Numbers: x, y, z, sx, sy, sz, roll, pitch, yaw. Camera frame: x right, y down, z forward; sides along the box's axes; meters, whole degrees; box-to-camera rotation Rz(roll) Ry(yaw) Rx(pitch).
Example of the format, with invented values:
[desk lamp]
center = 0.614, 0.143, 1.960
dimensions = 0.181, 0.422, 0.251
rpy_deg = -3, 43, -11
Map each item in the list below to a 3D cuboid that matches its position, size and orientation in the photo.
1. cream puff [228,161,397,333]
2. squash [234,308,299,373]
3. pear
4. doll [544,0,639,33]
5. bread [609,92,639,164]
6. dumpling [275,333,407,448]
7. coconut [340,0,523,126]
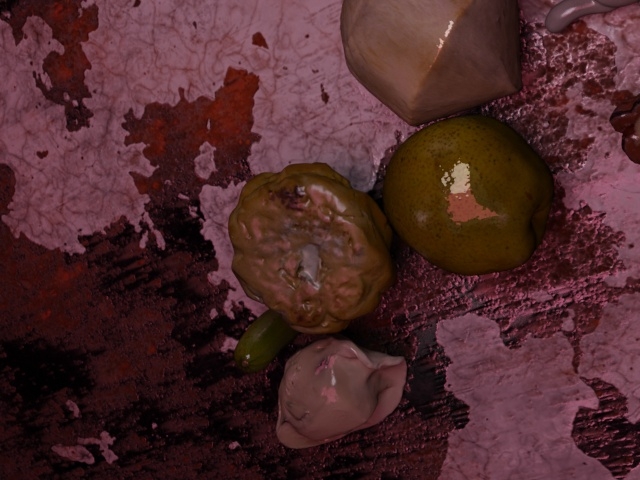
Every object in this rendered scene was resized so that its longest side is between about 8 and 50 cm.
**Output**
[cream puff]
center = -0.001, -0.002, 1.495
dimensions = 0.324, 0.257, 0.291
rpy_deg = 35, 112, 7
[squash]
center = -0.126, 0.215, 1.653
dimensions = 0.095, 0.188, 0.095
rpy_deg = 8, 110, 22
[pear]
center = 0.250, -0.077, 1.365
dimensions = 0.294, 0.294, 0.295
rpy_deg = 6, 108, 21
[doll]
center = 0.480, -0.473, 1.212
dimensions = 0.310, 0.159, 0.243
rpy_deg = -10, 100, 21
[bread]
center = 0.607, -0.189, 1.231
dimensions = 0.244, 0.123, 0.190
rpy_deg = -22, 113, 44
[dumpling]
center = 0.044, 0.310, 1.651
dimensions = 0.242, 0.187, 0.318
rpy_deg = 14, 127, -24
[coconut]
center = 0.197, -0.334, 1.309
dimensions = 0.328, 0.329, 0.329
rpy_deg = 6, 108, 21
